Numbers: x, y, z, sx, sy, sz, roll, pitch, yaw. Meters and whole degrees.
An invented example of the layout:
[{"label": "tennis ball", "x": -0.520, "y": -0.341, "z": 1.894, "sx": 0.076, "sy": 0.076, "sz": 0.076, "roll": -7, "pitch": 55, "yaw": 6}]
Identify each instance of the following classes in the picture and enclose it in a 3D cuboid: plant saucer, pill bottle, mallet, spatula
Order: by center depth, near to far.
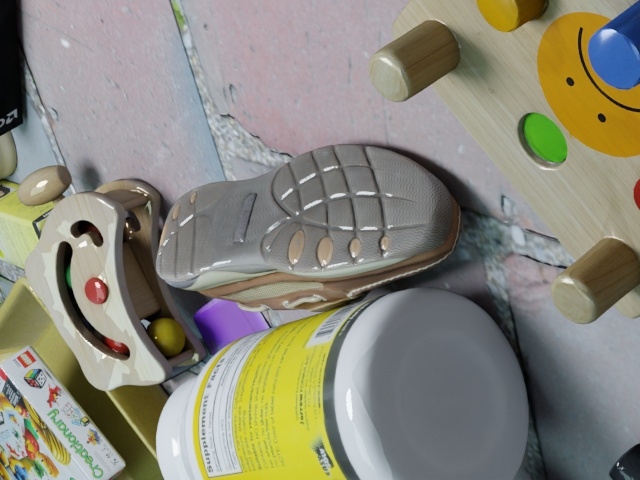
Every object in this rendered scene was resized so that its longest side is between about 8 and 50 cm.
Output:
[{"label": "mallet", "x": 0.256, "y": 0.138, "z": 1.092, "sx": 0.062, "sy": 0.039, "sz": 0.189, "roll": 41, "pitch": 148, "yaw": 29}, {"label": "pill bottle", "x": 0.003, "y": 0.159, "z": 1.288, "sx": 0.334, "sy": 0.188, "sz": 0.188, "roll": -20, "pitch": 104, "yaw": 51}, {"label": "spatula", "x": -0.132, "y": 0.121, "z": 1.638, "sx": 0.084, "sy": 0.030, "sz": 0.296, "roll": 57, "pitch": 150, "yaw": -1}, {"label": "plant saucer", "x": -0.283, "y": 0.207, "z": 1.892, "sx": 0.333, "sy": 0.081, "sz": 0.333, "roll": 53, "pitch": 151, "yaw": 3}]

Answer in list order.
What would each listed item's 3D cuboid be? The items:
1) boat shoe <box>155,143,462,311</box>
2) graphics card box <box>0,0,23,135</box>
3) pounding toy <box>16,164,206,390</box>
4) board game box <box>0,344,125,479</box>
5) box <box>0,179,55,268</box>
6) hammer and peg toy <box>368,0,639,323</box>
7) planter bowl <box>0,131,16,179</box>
[{"label": "boat shoe", "x": 0.000, "y": 0.000, "z": 1.269, "sx": 0.324, "sy": 0.123, "sz": 0.116, "roll": -3, "pitch": 151, "yaw": 46}, {"label": "graphics card box", "x": -0.421, "y": -0.290, "z": 1.572, "sx": 0.233, "sy": 0.094, "sz": 0.371, "roll": 41, "pitch": 146, "yaw": 22}, {"label": "pounding toy", "x": -0.203, "y": 0.017, "z": 1.584, "sx": 0.154, "sy": 0.155, "sz": 0.269, "roll": -34, "pitch": 86, "yaw": 33}, {"label": "board game box", "x": -0.355, "y": 0.271, "z": 1.927, "sx": 0.193, "sy": 0.053, "sz": 0.305, "roll": 49, "pitch": 150, "yaw": 8}, {"label": "box", "x": -0.363, "y": -0.018, "z": 1.800, "sx": 0.232, "sy": 0.058, "sz": 0.087, "roll": 14, "pitch": 131, "yaw": 48}, {"label": "hammer and peg toy", "x": 0.210, "y": -0.059, "z": 0.874, "sx": 0.361, "sy": 0.127, "sz": 0.266, "roll": 51, "pitch": 148, "yaw": 7}, {"label": "planter bowl", "x": -0.453, "y": -0.122, "z": 1.773, "sx": 0.162, "sy": 0.109, "sz": 0.162, "roll": 36, "pitch": 145, "yaw": 31}]
